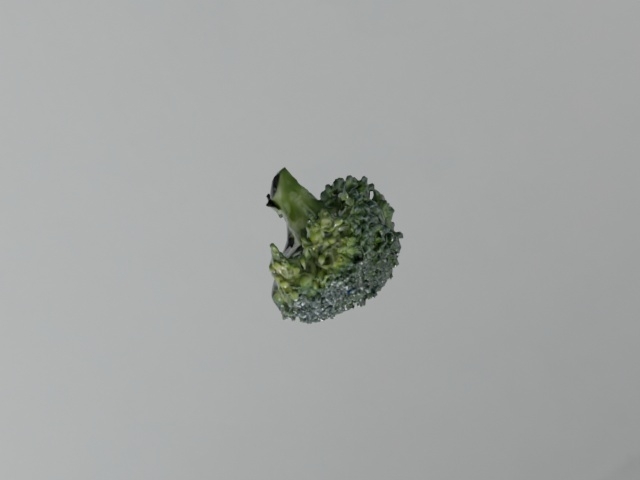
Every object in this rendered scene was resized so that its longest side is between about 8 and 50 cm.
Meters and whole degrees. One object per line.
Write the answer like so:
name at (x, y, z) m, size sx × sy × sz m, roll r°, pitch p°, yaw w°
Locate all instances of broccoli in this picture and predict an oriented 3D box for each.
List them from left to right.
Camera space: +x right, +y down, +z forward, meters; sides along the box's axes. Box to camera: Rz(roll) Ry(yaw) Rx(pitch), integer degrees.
broccoli at (0.000, 0.000, 1.332) m, size 0.154 × 0.160 × 0.167 m, roll -42°, pitch 166°, yaw -13°
